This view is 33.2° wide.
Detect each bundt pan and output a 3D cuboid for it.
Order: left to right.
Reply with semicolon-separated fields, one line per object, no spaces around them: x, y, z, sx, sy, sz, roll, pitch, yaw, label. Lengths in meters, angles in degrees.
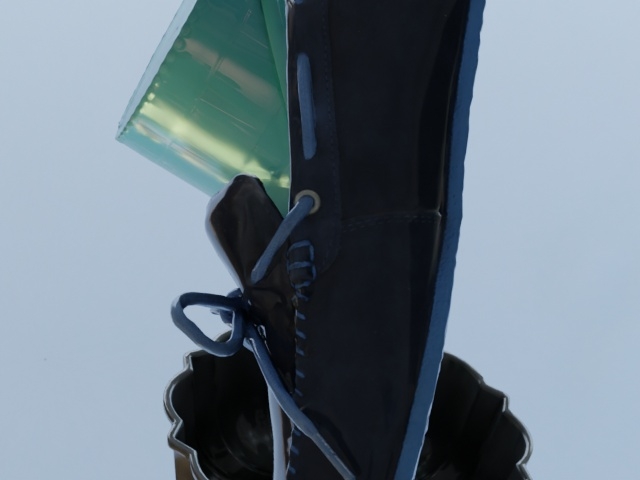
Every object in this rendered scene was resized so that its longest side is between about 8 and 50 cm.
0.017;0.204;0.966;0.331;0.331;0.124;3;-62;-14;bundt pan

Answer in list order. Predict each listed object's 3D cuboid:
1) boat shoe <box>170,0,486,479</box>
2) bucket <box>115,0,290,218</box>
0.000;0.000;0.382;0.089;0.109;0.258;9;-110;-1;boat shoe
-0.056;-0.157;1.004;0.183;0.281;0.281;29;-102;-16;bucket
